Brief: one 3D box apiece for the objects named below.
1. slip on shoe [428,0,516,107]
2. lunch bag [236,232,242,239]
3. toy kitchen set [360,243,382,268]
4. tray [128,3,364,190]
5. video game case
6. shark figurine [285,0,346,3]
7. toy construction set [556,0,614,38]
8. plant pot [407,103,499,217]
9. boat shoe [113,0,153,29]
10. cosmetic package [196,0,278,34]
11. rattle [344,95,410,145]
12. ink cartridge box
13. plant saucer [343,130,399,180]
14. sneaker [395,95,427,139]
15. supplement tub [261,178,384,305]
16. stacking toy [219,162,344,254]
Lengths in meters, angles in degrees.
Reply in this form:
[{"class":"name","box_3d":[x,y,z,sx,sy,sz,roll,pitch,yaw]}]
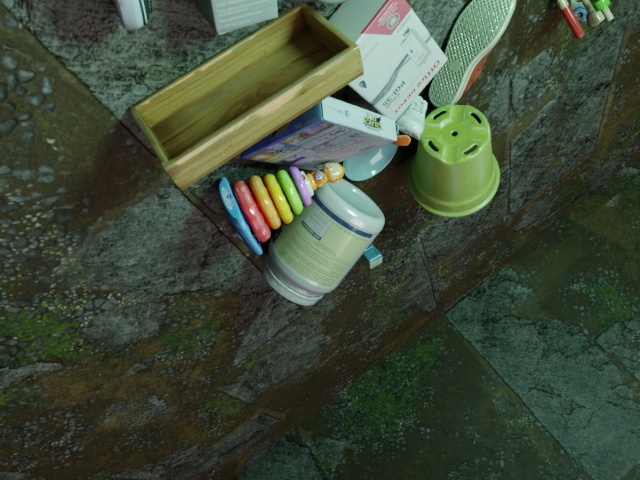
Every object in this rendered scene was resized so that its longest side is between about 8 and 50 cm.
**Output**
[{"class":"slip on shoe","box_3d":[0.398,-0.505,1.310,0.101,0.123,0.332,-30,152,-46]},{"class":"lunch bag","box_3d":[-0.181,-0.036,1.345,0.071,0.053,0.083,-42,-173,23]},{"class":"toy kitchen set","box_3d":[0.087,0.035,1.635,0.207,0.122,0.166,-29,146,-15]},{"class":"tray","box_3d":[-0.143,-0.285,0.955,0.410,0.203,0.076,-35,148,-6]},{"class":"video game case","box_3d":[-0.006,-0.236,1.140,0.269,0.061,0.244,-13,170,43]},{"class":"shark figurine","box_3d":[0.041,-0.508,0.943,0.166,0.116,0.278,45,69,-42]},{"class":"toy construction set","box_3d":[0.707,-0.713,1.294,0.309,0.257,0.237,-46,105,-19]},{"class":"plant pot","box_3d":[0.376,-0.241,1.412,0.276,0.276,0.254,-38,156,-2]},{"class":"boat shoe","box_3d":[-0.260,-0.468,0.696,0.119,0.121,0.335,-16,139,-24]},{"class":"cosmetic package","box_3d":[-0.149,-0.482,0.807,0.127,0.107,0.238,-24,148,-16]},{"class":"rattle","box_3d":[0.105,-0.256,1.229,0.142,0.200,0.130,-35,151,-8]},{"class":"ink cartridge box","box_3d":[0.140,-0.427,1.137,0.207,0.117,0.283,-49,146,15]},{"class":"plant saucer","box_3d":[0.137,-0.258,1.410,0.194,0.037,0.195,-25,144,-19]},{"class":"sneaker","box_3d":[0.238,-0.328,1.303,0.090,0.235,0.095,30,112,-8]},{"class":"supplement tub","box_3d":[0.000,0.000,1.405,0.235,0.235,0.325,10,123,-49]},{"class":"stacking toy","box_3d":[-0.078,-0.114,1.207,0.301,0.175,0.166,-25,148,-2]}]
